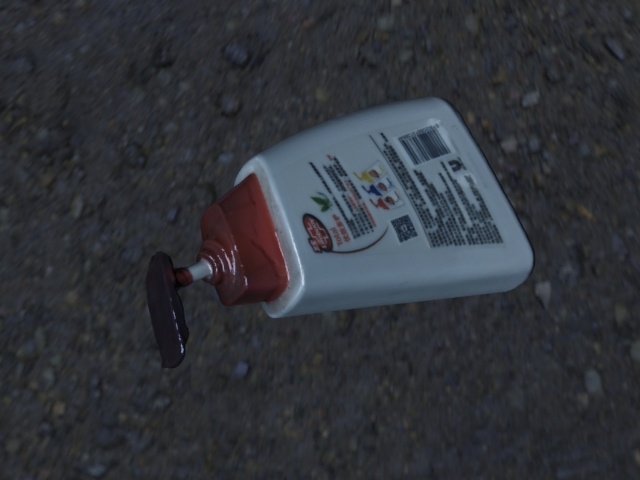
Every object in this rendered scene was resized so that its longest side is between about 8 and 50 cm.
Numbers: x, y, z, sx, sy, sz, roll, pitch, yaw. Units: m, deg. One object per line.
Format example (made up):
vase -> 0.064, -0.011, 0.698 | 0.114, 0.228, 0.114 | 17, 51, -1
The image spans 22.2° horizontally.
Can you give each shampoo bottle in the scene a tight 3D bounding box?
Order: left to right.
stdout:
shampoo bottle -> 0.000, 0.000, 1.073 | 0.153, 0.284, 0.071 | 64, 146, 11
